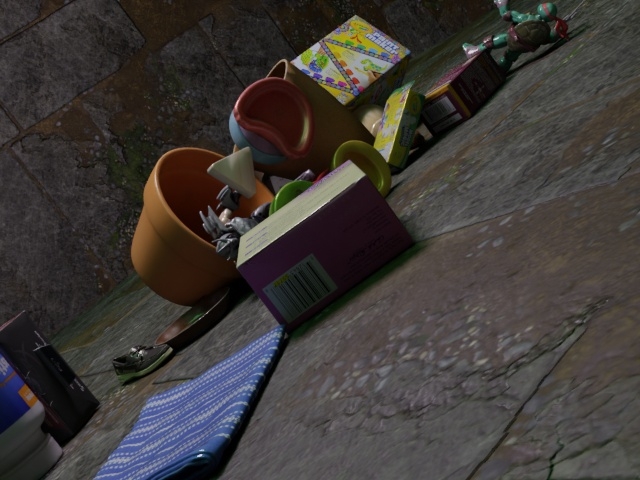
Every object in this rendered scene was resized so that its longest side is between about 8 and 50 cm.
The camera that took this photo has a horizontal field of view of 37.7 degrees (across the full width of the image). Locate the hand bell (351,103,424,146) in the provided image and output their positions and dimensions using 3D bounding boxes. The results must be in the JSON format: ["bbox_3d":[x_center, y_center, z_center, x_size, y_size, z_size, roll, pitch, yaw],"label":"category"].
[{"bbox_3d":[0.156,-0.227,2.005,0.126,0.126,0.242,-38,21,-13],"label":"hand bell"}]

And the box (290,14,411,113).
[{"bbox_3d":[0.043,-0.326,2.242,0.279,0.177,0.290,-41,-20,-32],"label":"box"}]

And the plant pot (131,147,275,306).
[{"bbox_3d":[-0.236,-0.008,1.819,0.203,0.291,0.291,-49,2,31],"label":"plant pot"}]

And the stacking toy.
[{"bbox_3d":[-0.060,-0.107,1.639,0.130,0.309,0.279,-37,16,53],"label":"stacking toy"}]

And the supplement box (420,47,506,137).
[{"bbox_3d":[0.283,-0.300,1.899,0.104,0.080,0.188,-27,14,47],"label":"supplement box"}]

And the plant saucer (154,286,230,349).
[{"bbox_3d":[-0.226,0.146,1.700,0.168,0.029,0.168,-34,9,6],"label":"plant saucer"}]

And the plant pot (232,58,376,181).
[{"bbox_3d":[-0.019,-0.214,1.956,0.237,0.254,0.237,-52,23,33],"label":"plant pot"}]

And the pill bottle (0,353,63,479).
[{"bbox_3d":[-0.534,0.266,1.474,0.152,0.272,0.152,-36,10,7],"label":"pill bottle"}]

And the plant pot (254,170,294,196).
[{"bbox_3d":[-0.097,-0.207,2.515,0.215,0.215,0.230,-33,25,19],"label":"plant pot"}]

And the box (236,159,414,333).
[{"bbox_3d":[0.000,0.000,1.348,0.214,0.117,0.243,-36,10,3],"label":"box"}]

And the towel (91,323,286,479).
[{"bbox_3d":[-0.173,0.223,1.122,0.243,0.040,0.336,-32,10,19],"label":"towel"}]

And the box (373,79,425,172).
[{"bbox_3d":[0.151,-0.222,1.842,0.105,0.043,0.179,-9,64,69],"label":"box"}]

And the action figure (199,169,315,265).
[{"bbox_3d":[-0.100,-0.031,1.704,0.099,0.185,0.285,-33,-1,39],"label":"action figure"}]

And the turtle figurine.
[{"bbox_3d":[0.414,-0.436,1.920,0.234,0.175,0.118,-39,24,39],"label":"turtle figurine"}]

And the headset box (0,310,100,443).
[{"bbox_3d":[-0.549,0.278,1.634,0.293,0.218,0.110,-33,10,23],"label":"headset box"}]

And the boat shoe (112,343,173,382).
[{"bbox_3d":[-0.321,0.211,1.658,0.152,0.049,0.056,-29,12,37],"label":"boat shoe"}]
